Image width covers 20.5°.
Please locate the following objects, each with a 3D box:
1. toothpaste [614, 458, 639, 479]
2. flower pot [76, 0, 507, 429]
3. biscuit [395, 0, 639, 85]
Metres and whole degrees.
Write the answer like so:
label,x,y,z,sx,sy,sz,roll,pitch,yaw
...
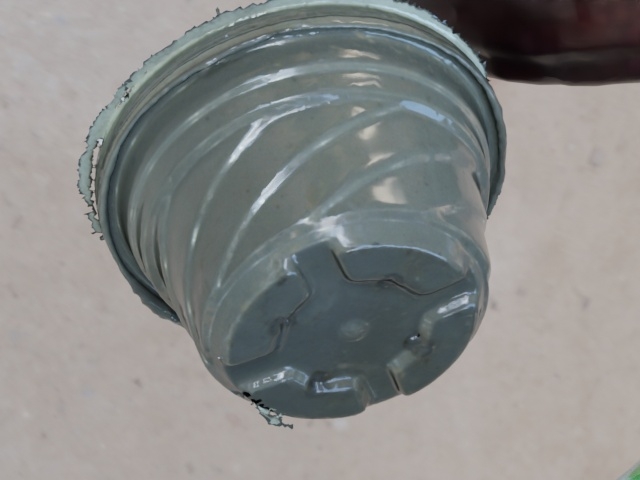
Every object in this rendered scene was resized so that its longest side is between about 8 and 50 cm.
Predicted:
label,x,y,z,sx,sy,sz,roll,pitch,yaw
toothpaste,0.193,0.124,0.909,0.048,0.075,0.297,-63,163,21
flower pot,0.000,0.000,0.911,0.235,0.140,0.235,-8,136,-8
biscuit,0.202,-0.184,1.068,0.407,0.407,0.091,-20,117,-23
